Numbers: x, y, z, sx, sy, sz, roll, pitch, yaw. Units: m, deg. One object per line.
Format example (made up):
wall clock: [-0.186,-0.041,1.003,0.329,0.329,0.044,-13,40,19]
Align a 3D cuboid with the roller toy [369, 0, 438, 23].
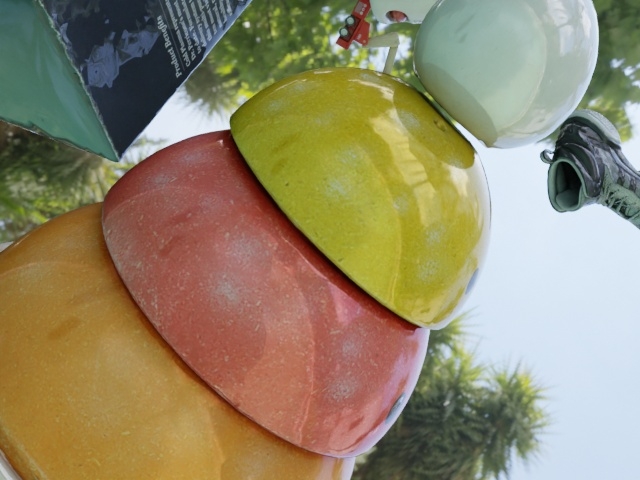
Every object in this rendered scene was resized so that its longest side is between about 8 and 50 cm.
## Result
roller toy: [0.166,-0.475,1.489,0.146,0.191,0.209,2,-41,14]

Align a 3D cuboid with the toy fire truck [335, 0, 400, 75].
toy fire truck: [0.104,-0.393,1.660,0.135,0.047,0.192,29,-77,-6]

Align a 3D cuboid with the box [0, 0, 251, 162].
box: [-0.371,-0.427,1.188,0.479,0.472,0.297,21,-31,23]

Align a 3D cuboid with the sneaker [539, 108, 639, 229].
sneaker: [0.452,-0.070,1.341,0.268,0.153,0.101,48,-32,0]

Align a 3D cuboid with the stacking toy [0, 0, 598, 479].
stacking toy: [0.000,0.000,0.598,0.480,0.350,0.351,-45,-110,16]
